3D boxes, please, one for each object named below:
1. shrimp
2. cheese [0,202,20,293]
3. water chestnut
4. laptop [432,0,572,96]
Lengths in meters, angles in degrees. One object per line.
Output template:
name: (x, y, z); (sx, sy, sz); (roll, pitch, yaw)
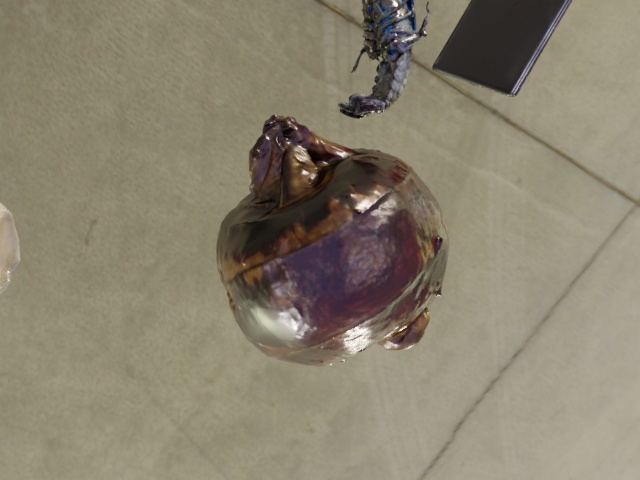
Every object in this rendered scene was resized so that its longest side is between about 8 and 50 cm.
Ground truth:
shrimp: (0.062, -0.196, 0.829); (0.076, 0.082, 0.174); (18, 79, -32)
cheese: (-0.310, -0.022, 0.484); (0.248, 0.071, 0.163); (2, 140, 11)
water chestnut: (0.000, 0.000, 0.782); (0.223, 0.223, 0.238); (-30, 105, -7)
laptop: (0.206, -0.246, 0.911); (0.016, 0.129, 0.180); (26, 96, -43)
